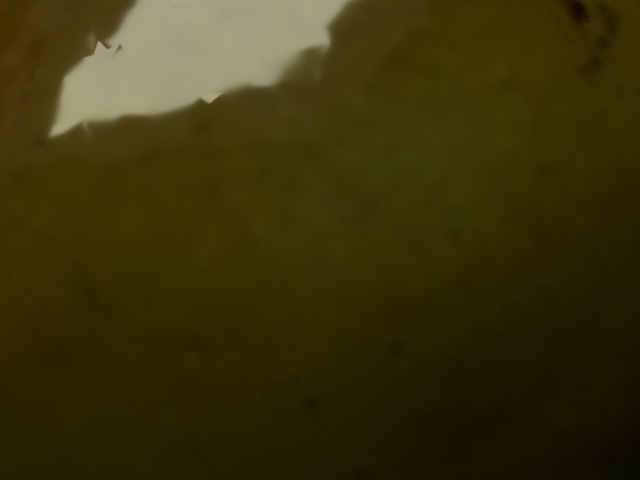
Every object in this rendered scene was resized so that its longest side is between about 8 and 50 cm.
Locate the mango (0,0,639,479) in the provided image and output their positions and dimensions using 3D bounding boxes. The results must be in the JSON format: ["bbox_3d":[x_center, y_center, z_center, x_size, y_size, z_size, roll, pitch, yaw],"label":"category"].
[{"bbox_3d":[0.000,0.000,0.546,0.300,0.232,0.445,-29,2,28],"label":"mango"}]
